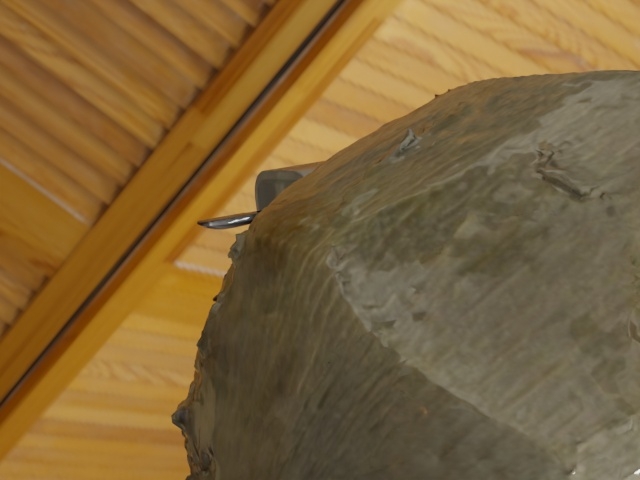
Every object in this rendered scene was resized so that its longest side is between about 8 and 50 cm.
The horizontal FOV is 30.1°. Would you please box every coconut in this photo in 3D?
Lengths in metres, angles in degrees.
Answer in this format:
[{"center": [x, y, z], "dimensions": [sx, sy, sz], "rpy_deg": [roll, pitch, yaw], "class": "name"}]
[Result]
[{"center": [0.101, 0.090, 0.606], "dimensions": [0.360, 0.346, 0.346], "rpy_deg": [-34, 75, -29], "class": "coconut"}]

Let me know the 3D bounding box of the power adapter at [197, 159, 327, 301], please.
[{"center": [0.000, 0.000, 0.983], "dimensions": [0.204, 0.130, 0.125], "rpy_deg": [-10, 8, -24], "class": "power adapter"}]
